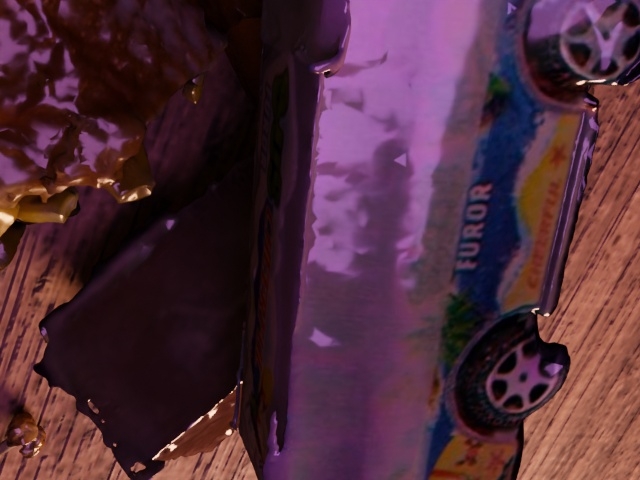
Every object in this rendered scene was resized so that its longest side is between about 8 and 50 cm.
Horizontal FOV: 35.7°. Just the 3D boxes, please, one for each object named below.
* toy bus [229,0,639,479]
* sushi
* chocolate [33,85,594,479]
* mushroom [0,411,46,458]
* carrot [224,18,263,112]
[{"bbox_3d":[0.038,-0.024,0.408,0.138,0.112,0.316,-5,118,-20],"label":"toy bus"},{"bbox_3d":[-0.138,-0.064,0.445,0.296,0.167,0.179,-40,121,-10],"label":"sushi"},{"bbox_3d":[0.000,0.000,0.563,0.321,0.112,0.112,-41,160,2],"label":"chocolate"},{"bbox_3d":[-0.229,0.229,0.667,0.026,0.028,0.286,-29,144,-61],"label":"mushroom"},{"bbox_3d":[-0.040,-0.133,0.510,0.055,0.055,0.161,-25,133,-7],"label":"carrot"}]
